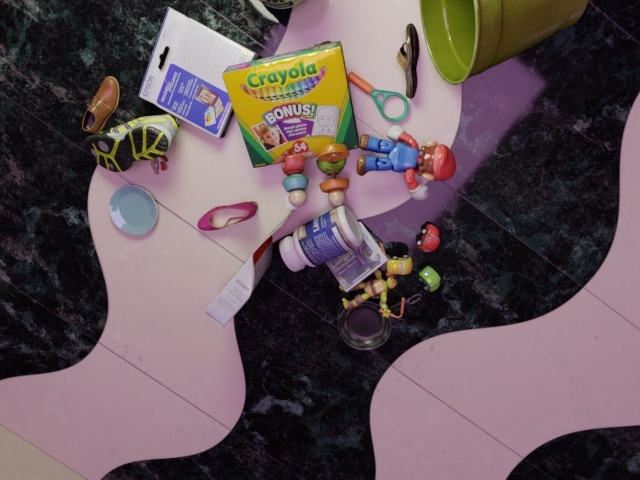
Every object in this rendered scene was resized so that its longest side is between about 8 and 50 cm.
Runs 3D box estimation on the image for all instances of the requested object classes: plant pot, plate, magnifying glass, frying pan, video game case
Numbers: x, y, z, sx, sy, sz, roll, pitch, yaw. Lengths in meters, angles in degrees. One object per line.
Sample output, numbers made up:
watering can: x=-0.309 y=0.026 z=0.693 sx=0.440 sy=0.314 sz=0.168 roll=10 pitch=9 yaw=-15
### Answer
plant pot: x=0.505 y=-0.662 z=1.206 sx=0.352 sy=0.366 sz=0.367 roll=-17 pitch=104 yaw=-2
plate: x=-0.688 y=-0.113 z=1.629 sx=0.187 sy=0.024 sz=0.188 roll=1 pitch=105 yaw=5
magnifying glass: x=0.187 y=-0.473 z=1.437 sx=0.230 sy=0.026 sz=0.092 roll=33 pitch=107 yaw=-6
frying pan: x=0.200 y=0.263 z=1.628 sx=0.197 sy=0.053 sz=0.326 roll=34 pitch=105 yaw=-4
video game case: x=0.116 y=0.057 z=1.555 sx=0.190 sy=0.022 sz=0.173 roll=-39 pitch=71 yaw=15

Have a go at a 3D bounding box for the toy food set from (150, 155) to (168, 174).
toy food set: x=-0.577 y=-0.299 z=1.566 sx=0.077 sy=0.019 sz=0.122 roll=-10 pitch=104 yaw=9

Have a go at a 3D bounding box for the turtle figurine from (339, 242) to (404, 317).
turtle figurine: x=0.181 y=0.159 z=1.580 sx=0.217 sy=0.087 sz=0.270 roll=-16 pitch=79 yaw=15

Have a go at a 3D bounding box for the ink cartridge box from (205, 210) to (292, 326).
ink cartridge box: x=-0.200 y=0.076 z=1.483 sx=0.091 sy=0.308 sz=0.385 roll=42 pitch=105 yaw=-6

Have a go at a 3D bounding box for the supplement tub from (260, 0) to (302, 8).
supplement tub: x=-0.125 y=-0.790 z=1.220 sx=0.235 sy=0.325 sz=0.236 roll=2 pitch=106 yaw=5

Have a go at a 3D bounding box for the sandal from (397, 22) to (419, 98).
sandal: x=0.271 y=-0.560 z=1.382 sx=0.060 sy=0.090 sz=0.220 roll=8 pitch=115 yaw=27

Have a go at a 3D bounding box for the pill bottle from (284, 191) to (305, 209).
pill bottle: x=-0.087 y=-0.140 z=1.509 sx=0.065 sy=0.116 sz=0.065 roll=1 pitch=105 yaw=5

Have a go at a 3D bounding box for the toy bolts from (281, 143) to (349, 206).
toy bolts: x=-0.008 y=-0.194 z=1.404 sx=0.228 sy=0.218 sz=0.159 roll=-7 pitch=84 yaw=-9

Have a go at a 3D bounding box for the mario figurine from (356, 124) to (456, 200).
mario figurine: x=0.280 y=-0.253 z=1.442 sx=0.320 sy=0.170 sz=0.198 roll=9 pitch=125 yaw=0

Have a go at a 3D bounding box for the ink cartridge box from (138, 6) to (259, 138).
ink cartridge box: x=-0.405 y=-0.545 z=1.457 sx=0.307 sy=0.072 sz=0.304 roll=29 pitch=108 yaw=0

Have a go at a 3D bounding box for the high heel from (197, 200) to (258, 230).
high heel: x=-0.338 y=-0.078 z=1.553 sx=0.243 sy=0.117 sz=0.082 roll=-13 pitch=104 yaw=9

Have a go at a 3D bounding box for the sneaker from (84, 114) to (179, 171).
sneaker: x=-0.641 y=-0.337 z=1.512 sx=0.384 sy=0.147 sz=0.145 roll=-2 pitch=130 yaw=24

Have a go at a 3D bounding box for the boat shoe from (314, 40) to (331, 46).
boat shoe: x=0.038 y=-0.548 z=1.408 sx=0.060 sy=0.064 sz=0.178 roll=-19 pitch=100 yaw=13

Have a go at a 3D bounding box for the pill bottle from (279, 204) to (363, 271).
pill bottle: x=0.000 y=0.000 z=1.516 sx=0.264 sy=0.153 sz=0.153 roll=-26 pitch=102 yaw=19

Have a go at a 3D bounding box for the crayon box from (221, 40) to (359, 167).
crayon box: x=-0.082 y=-0.418 z=1.385 sx=0.362 sy=0.106 sz=0.313 roll=-9 pitch=126 yaw=10

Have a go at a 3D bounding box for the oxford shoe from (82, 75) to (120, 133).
oxford shoe: x=-0.754 y=-0.462 z=1.511 sx=0.076 sy=0.076 sz=0.212 roll=30 pitch=105 yaw=-1

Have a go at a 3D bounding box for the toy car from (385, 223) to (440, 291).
toy car: x=0.364 y=0.093 z=1.533 sx=0.239 sy=0.053 sz=0.225 roll=-39 pitch=114 yaw=-10
